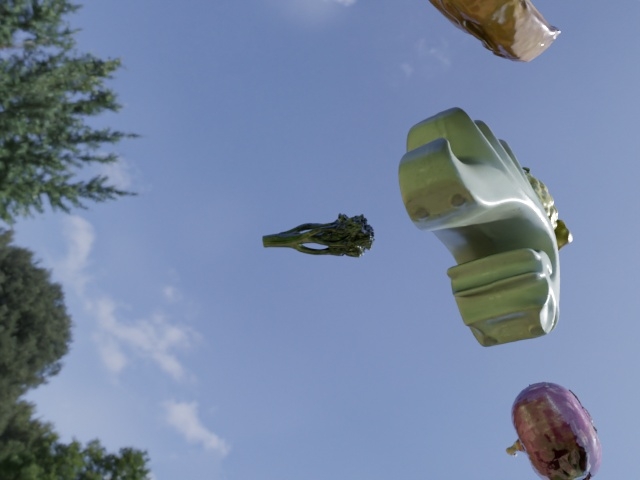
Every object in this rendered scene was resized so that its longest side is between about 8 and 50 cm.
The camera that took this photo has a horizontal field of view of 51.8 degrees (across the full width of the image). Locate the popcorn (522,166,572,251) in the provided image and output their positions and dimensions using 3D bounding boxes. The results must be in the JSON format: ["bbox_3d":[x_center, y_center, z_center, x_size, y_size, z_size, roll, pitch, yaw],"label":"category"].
[{"bbox_3d":[0.377,-0.034,1.348,0.251,0.206,0.237,34,-58,10],"label":"popcorn"}]

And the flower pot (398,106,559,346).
[{"bbox_3d":[0.248,-0.028,1.012,0.164,0.254,0.368,-20,-61,29],"label":"flower pot"}]

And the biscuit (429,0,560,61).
[{"bbox_3d":[0.202,-0.364,0.917,0.102,0.296,0.296,-41,-105,25],"label":"biscuit"}]

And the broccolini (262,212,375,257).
[{"bbox_3d":[0.000,-0.006,1.172,0.068,0.202,0.091,123,-40,-67],"label":"broccolini"}]

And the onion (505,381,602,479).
[{"bbox_3d":[0.486,0.407,1.351,0.200,0.200,0.208,18,-61,43],"label":"onion"}]
